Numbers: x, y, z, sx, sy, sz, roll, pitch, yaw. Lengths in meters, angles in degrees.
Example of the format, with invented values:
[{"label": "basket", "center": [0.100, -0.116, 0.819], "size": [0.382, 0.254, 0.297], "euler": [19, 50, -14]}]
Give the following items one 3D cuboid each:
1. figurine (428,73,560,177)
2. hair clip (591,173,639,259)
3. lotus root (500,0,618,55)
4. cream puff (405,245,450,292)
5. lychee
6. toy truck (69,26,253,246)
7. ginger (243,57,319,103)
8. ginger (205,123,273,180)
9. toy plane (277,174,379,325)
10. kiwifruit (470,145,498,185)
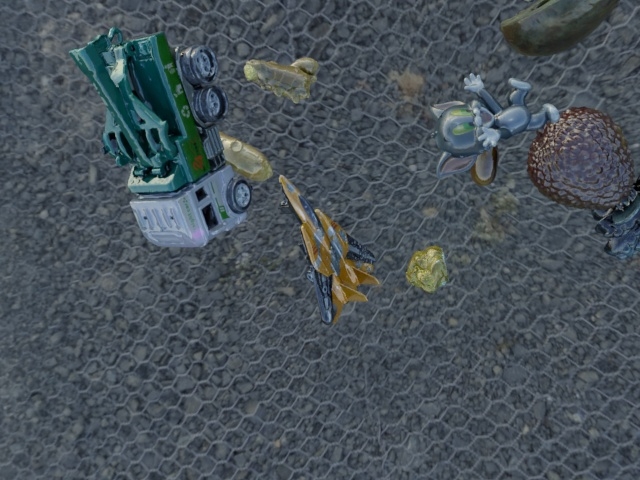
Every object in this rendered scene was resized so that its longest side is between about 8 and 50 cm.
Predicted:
[{"label": "figurine", "center": [0.364, -0.266, 1.263], "size": [0.265, 0.140, 0.193], "euler": [-13, 75, -4]}, {"label": "hair clip", "center": [0.901, -0.089, 1.639], "size": [0.206, 0.194, 0.310], "euler": [26, 130, -19]}, {"label": "lotus root", "center": [0.677, -0.620, 1.666], "size": [0.210, 0.142, 0.314], "euler": [35, 144, -14]}, {"label": "cream puff", "center": [0.330, 0.091, 1.798], "size": [0.156, 0.156, 0.121], "euler": [-29, 108, 15]}, {"label": "lychee", "center": [0.618, -0.190, 1.394], "size": [0.236, 0.236, 0.271], "euler": [-40, 88, 14]}, {"label": "toy truck", "center": [-0.250, -0.160, 0.933], "size": [0.176, 0.178, 0.363], "euler": [2, 124, 31]}, {"label": "ginger", "center": [-0.098, -0.422, 1.538], "size": [0.205, 0.081, 0.115], "euler": [-7, 108, -16]}, {"label": "ginger", "center": [-0.341, -0.300, 1.823], "size": [0.122, 0.363, 0.348], "euler": [-48, 114, -18]}, {"label": "toy plane", "center": [-0.008, 0.001, 1.175], "size": [0.103, 0.204, 0.316], "euler": [-11, 123, 51]}, {"label": "kiwifruit", "center": [0.419, -0.198, 1.491], "size": [0.075, 0.075, 0.124], "euler": [1, 125, 13]}]
